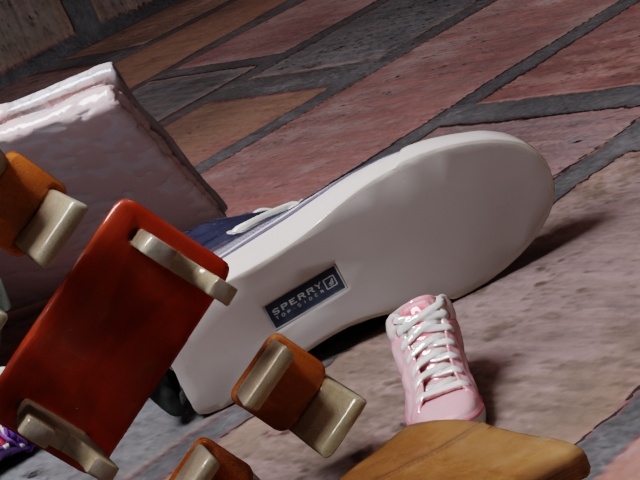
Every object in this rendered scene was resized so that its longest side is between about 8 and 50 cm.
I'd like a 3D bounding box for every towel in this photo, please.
[{"bbox_3d":[-0.272,-0.031,1.534,0.317,0.053,0.332,-18,-25,8],"label":"towel"}]

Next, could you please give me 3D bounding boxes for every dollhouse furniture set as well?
[{"bbox_3d":[-0.153,0.101,0.989,0.259,0.262,0.135,-56,19,-4],"label":"dollhouse furniture set"}]

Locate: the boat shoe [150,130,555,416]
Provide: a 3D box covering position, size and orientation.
[{"bbox_3d":[0.000,0.000,1.294,0.340,0.127,0.158,-25,24,-9],"label":"boat shoe"}]

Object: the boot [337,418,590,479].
[{"bbox_3d":[0.028,0.177,0.823,0.280,0.096,0.264,-23,7,-31],"label":"boot"}]

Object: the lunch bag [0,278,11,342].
[{"bbox_3d":[-0.432,0.103,1.418,0.305,0.213,0.256,-19,-1,7],"label":"lunch bag"}]

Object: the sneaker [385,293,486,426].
[{"bbox_3d":[0.068,0.077,1.068,0.051,0.070,0.134,-18,17,5],"label":"sneaker"}]

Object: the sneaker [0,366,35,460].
[{"bbox_3d":[-0.252,0.145,1.278,0.071,0.068,0.170,1,28,26],"label":"sneaker"}]
